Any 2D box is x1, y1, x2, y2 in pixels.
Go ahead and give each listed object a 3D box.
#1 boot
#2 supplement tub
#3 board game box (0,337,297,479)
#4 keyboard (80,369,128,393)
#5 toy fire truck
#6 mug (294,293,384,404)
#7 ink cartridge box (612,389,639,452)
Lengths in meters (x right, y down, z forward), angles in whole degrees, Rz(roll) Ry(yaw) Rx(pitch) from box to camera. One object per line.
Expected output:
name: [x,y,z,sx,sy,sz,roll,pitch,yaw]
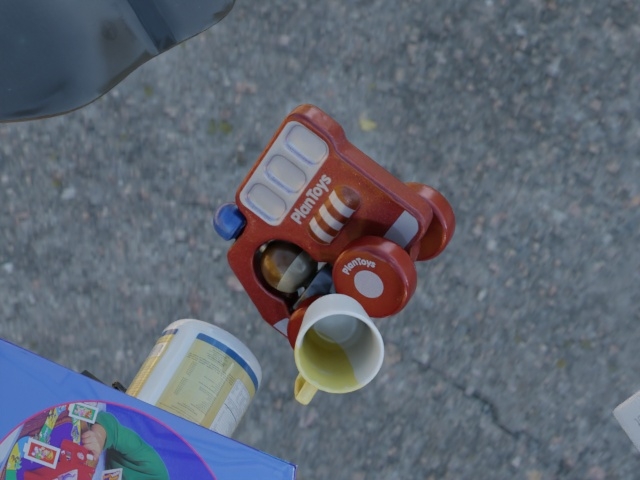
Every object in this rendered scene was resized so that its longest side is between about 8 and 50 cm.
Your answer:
boot: [-0.218,-0.165,1.170,0.305,0.115,0.112,-27,97,-33]
supplement tub: [-0.176,0.215,1.717,0.144,0.144,0.200,26,59,7]
board game box: [-0.138,0.250,0.725,0.233,0.078,0.347,29,49,-30]
keyboard: [-0.273,0.245,1.891,0.180,0.108,0.023,31,39,27]
toy fire truck: [0.000,0.000,1.697,0.254,0.302,0.169,39,41,1]
mug: [0.005,0.072,0.984,0.078,0.064,0.062,-26,108,6]
ink cartridge box: [0.274,0.097,0.524,0.168,0.171,0.233,-22,71,-39]
